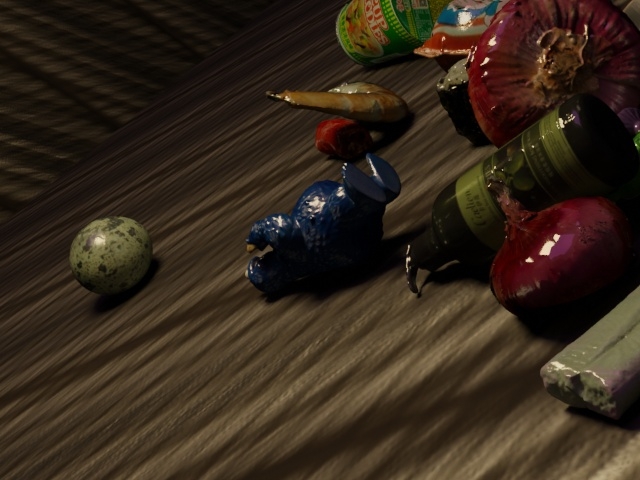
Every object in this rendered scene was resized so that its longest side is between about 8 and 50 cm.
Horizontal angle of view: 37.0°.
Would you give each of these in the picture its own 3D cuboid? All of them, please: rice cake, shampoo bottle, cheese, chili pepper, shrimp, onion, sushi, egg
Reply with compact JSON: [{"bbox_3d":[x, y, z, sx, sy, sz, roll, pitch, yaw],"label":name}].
[{"bbox_3d":[0.282,0.061,0.777,0.222,0.042,0.080,-37,25,-17],"label":"rice cake"},{"bbox_3d":[0.195,-0.039,1.018,0.284,0.101,0.101,-36,14,37],"label":"shampoo bottle"},{"bbox_3d":[0.309,-0.339,1.541,0.330,0.129,0.217,-18,23,-14],"label":"cheese"},{"bbox_3d":[0.034,-0.176,1.643,0.073,0.070,0.123,-53,26,-7],"label":"chili pepper"},{"bbox_3d":[0.051,-0.227,1.624,0.185,0.068,0.287,11,17,24],"label":"shrimp"},{"bbox_3d":[0.284,-0.188,1.156,0.230,0.230,0.163,-33,-8,-4],"label":"onion"},{"bbox_3d":[0.272,-0.222,1.324,0.213,0.115,0.147,-21,26,41],"label":"sushi"},{"bbox_3d":[0.208,-0.008,0.899,0.150,0.140,0.150,-32,3,2],"label":"onion"},{"bbox_3d":[-0.357,0.023,1.651,0.132,0.132,0.172,-22,11,25],"label":"egg"}]

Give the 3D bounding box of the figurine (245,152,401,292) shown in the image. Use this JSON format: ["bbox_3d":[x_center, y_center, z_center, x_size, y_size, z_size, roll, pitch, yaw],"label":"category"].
[{"bbox_3d":[-0.001,-0.002,1.237,0.164,0.120,0.262,-16,-18,-42],"label":"figurine"}]

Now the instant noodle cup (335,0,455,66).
[{"bbox_3d":[0.156,-0.459,1.974,0.207,0.207,0.233,-45,15,-31],"label":"instant noodle cup"}]

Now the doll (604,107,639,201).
[{"bbox_3d":[0.356,-0.100,1.025,0.190,0.050,0.115,-40,45,-24],"label":"doll"}]

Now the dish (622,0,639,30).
[{"bbox_3d":[0.450,-0.264,1.248,0.154,0.064,0.234,-9,29,46],"label":"dish"}]
